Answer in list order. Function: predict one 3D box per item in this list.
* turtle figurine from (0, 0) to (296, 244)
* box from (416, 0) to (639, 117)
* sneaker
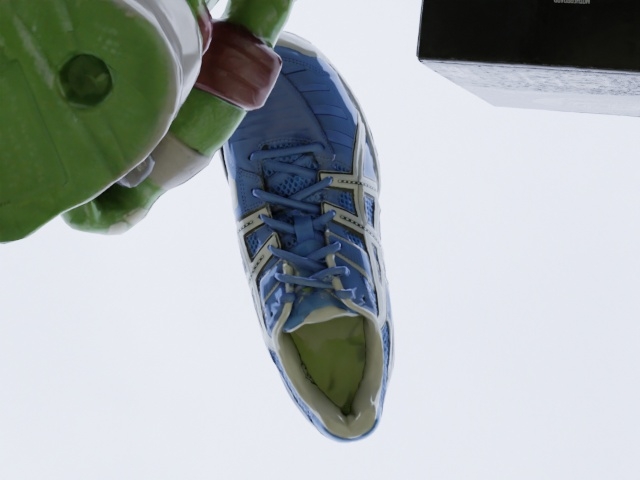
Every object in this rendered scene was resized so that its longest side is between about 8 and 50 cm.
[{"bbox_3d":[-0.094,-0.094,0.475,0.275,0.266,0.197,17,-74,4],"label":"turtle figurine"},{"bbox_3d":[0.137,-0.102,0.744,0.147,0.180,0.077,6,-90,16],"label":"box"},{"bbox_3d":[0.000,0.000,0.799,0.080,0.081,0.211,-16,-74,0],"label":"sneaker"}]
